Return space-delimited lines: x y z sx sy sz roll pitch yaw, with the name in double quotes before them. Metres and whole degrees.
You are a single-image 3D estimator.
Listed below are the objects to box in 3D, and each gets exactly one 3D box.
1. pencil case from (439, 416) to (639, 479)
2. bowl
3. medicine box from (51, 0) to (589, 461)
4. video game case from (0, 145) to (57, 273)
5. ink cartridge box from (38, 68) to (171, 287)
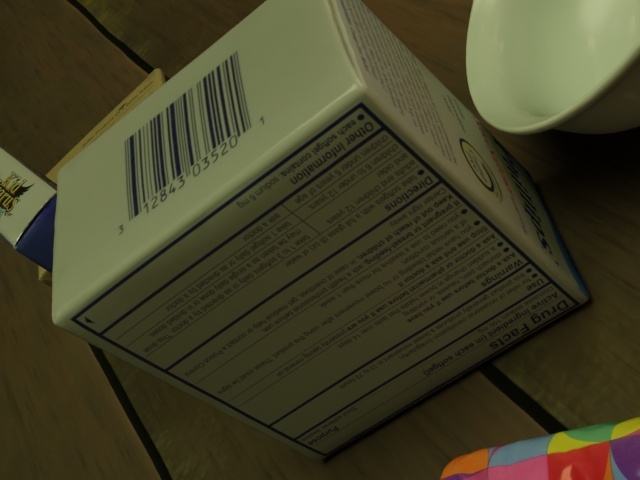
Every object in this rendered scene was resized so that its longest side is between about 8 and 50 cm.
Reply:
"pencil case" 0.184 0.152 0.574 0.236 0.104 0.104 -22 47 36
"bowl" 0.242 -0.198 0.727 0.298 0.134 0.297 -52 28 44
"medicine box" 0.000 0.000 0.726 0.263 0.289 0.149 -35 43 21
"video game case" -0.206 0.016 0.944 0.061 0.269 0.244 -53 38 -5
"ink cartridge box" -0.235 -0.064 1.188 0.235 0.088 0.193 -40 38 17
